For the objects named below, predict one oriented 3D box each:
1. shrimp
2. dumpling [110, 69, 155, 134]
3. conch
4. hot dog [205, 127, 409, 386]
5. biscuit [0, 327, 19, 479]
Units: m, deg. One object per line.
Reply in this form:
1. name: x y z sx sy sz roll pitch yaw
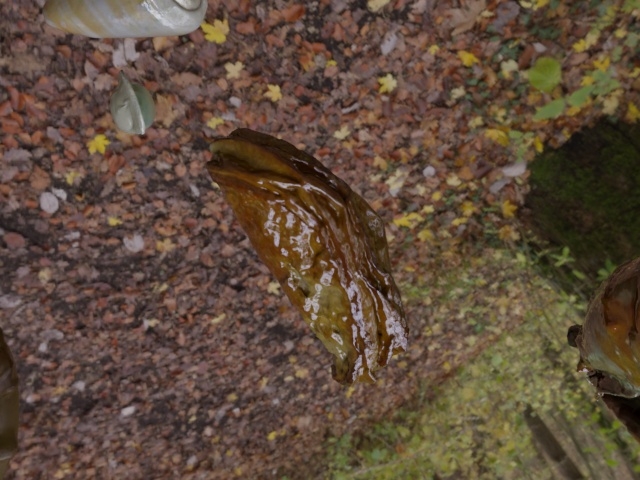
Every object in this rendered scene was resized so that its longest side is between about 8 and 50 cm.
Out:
1. shrimp: 0.196 0.085 0.346 0.062 0.154 0.294 -12 170 12
2. dumpling: -0.186 -0.137 0.582 0.043 0.077 0.060 -1 125 0
3. conch: -0.273 -0.353 0.819 0.254 0.158 0.127 -8 161 3
4. hot dog: 0.004 0.000 0.554 0.114 0.175 0.259 -28 102 6
5. biscuit: -0.341 0.119 0.370 0.268 0.115 0.366 -37 139 -35
